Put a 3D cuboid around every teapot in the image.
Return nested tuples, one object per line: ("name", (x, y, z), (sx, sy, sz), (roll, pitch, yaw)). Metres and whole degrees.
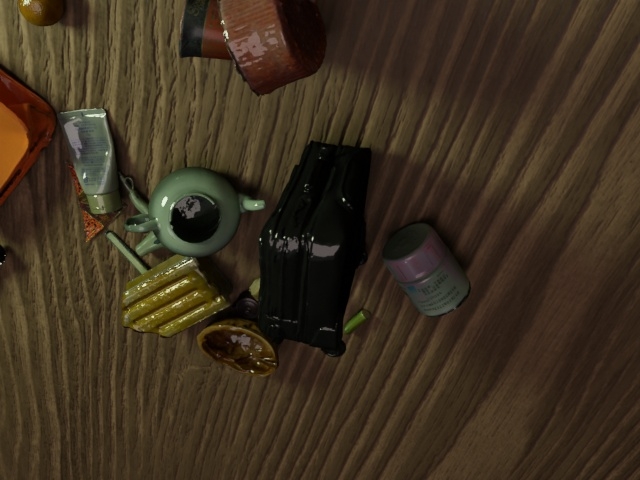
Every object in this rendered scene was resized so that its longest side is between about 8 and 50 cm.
("teapot", (-0.264, -0.057, 1.496), (0.294, 0.129, 0.193), (-12, 105, -8))
("teapot", (-0.167, 0.159, 1.714), (0.100, 0.045, 0.068), (2, 128, 11))

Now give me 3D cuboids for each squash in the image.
("squash", (0.083, 0.197, 1.703), (0.027, 0.027, 0.083), (35, 125, -14))

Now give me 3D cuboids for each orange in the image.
("orange", (-0.522, -0.440, 1.335), (0.085, 0.085, 0.085), (5, 126, 7))

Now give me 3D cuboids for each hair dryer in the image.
("hair dryer", (-0.411, -0.044, 1.619), (0.199, 0.067, 0.167), (40, 129, -5))

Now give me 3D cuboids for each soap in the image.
("soap", (-0.355, 0.136, 1.685), (0.257, 0.080, 0.160), (-27, 115, 15))

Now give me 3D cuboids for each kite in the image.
("kite", (-0.501, -0.082, 1.630), (0.125, 0.008, 0.222), (5, 126, 8))

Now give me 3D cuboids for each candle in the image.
("candle", (-0.064, -0.385, 1.180), (0.131, 0.317, 0.287), (-14, 162, 17))

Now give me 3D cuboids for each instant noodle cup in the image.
("instant noodle cup", (-0.179, -0.379, 1.290), (0.135, 0.127, 0.127), (10, 127, -6))

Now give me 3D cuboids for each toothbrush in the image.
("toothbrush", (-0.415, 0.084, 1.720), (0.026, 0.028, 0.294), (-35, 113, 12))

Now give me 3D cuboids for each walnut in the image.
("walnut", (-0.191, 0.245, 1.755), (0.211, 0.087, 0.167), (23, 133, -3))

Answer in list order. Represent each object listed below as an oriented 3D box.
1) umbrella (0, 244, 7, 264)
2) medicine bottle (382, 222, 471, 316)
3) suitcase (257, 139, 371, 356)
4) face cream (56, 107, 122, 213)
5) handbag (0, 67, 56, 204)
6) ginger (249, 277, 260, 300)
("umbrella", (-0.919, 0.073, 1.777), (0.326, 0.094, 0.090), (-15, 136, 21))
("medicine bottle", (0.223, 0.061, 1.510), (0.135, 0.135, 0.168), (-24, 118, 26))
("suitcase", (0.000, 0.000, 1.376), (0.188, 0.345, 0.339), (12, 129, 7))
("face cream", (-0.487, -0.173, 1.539), (0.114, 0.070, 0.224), (-3, 113, 13))
("handbag", (-0.783, -0.216, 1.529), (0.303, 0.116, 0.410), (41, 122, -14))
("ginger", (-0.076, 0.124, 1.657), (0.190, 0.069, 0.095), (-5, 100, 16))
